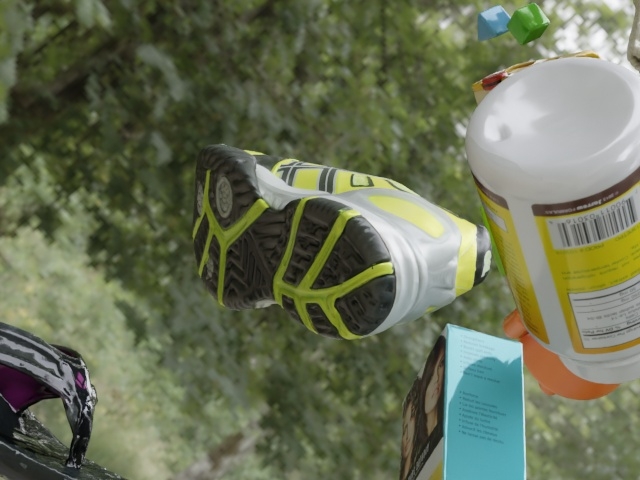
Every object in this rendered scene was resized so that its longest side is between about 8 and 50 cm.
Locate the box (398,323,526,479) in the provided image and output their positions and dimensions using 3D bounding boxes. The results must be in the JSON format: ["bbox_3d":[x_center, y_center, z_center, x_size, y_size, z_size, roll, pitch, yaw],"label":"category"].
[{"bbox_3d":[0.092,0.181,0.883,0.060,0.244,0.100,15,-47,-8],"label":"box"}]

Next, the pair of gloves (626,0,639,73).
[{"bbox_3d":[0.336,-0.194,1.209,0.042,0.204,0.240,-14,-30,39],"label":"pair of gloves"}]

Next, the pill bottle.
[{"bbox_3d":[0.171,-0.004,0.845,0.117,0.117,0.215,41,-18,44],"label":"pill bottle"}]

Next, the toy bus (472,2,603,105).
[{"bbox_3d":[0.247,-0.138,1.309,0.202,0.104,0.191,47,-31,28],"label":"toy bus"}]

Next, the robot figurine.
[{"bbox_3d":[0.282,0.085,1.375,0.158,0.128,0.219,30,-33,7],"label":"robot figurine"}]

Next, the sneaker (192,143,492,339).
[{"bbox_3d":[0.000,0.000,1.184,0.384,0.147,0.145,29,-61,56],"label":"sneaker"}]

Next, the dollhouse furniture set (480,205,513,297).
[{"bbox_3d":[0.366,-0.049,1.714,0.197,0.301,0.151,-97,164,-46],"label":"dollhouse furniture set"}]

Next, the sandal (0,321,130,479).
[{"bbox_3d":[-0.297,0.103,1.110,0.445,0.107,0.167,26,-2,36],"label":"sandal"}]
